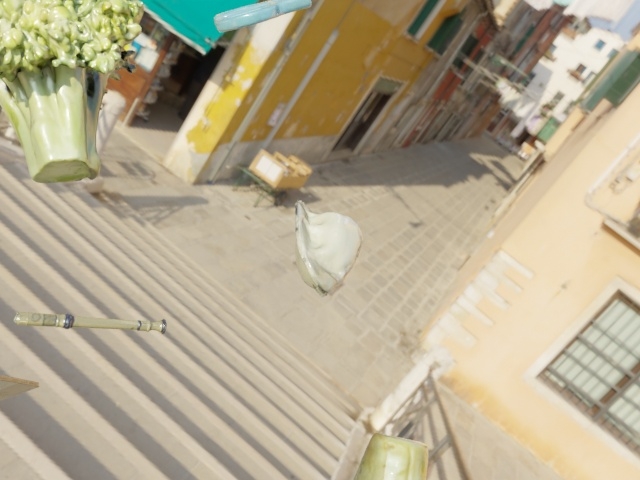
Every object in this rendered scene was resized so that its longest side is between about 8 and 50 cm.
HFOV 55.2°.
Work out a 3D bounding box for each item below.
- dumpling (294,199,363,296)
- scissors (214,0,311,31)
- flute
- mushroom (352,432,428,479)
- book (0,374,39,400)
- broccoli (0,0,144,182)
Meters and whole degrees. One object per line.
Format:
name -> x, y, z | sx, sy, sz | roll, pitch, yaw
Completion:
dumpling -> 0.000, 0.000, 1.154 | 0.172, 0.142, 0.247 | 54, 16, -14
scissors -> 0.005, -0.492, 1.229 | 0.192, 0.447, 0.029 | -118, -168, -64
flute -> -0.357, 0.130, 0.967 | 0.233, 0.027, 0.027 | 10, 31, -36
mushroom -> 0.027, 0.333, 0.534 | 0.087, 0.333, 0.107 | 16, -8, -7
book -> -0.791, 0.358, 1.471 | 0.199, 0.138, 0.016 | 75, -4, -70
broccoli -> -0.301, -0.188, 0.717 | 0.247, 0.263, 0.243 | 36, 40, -75
